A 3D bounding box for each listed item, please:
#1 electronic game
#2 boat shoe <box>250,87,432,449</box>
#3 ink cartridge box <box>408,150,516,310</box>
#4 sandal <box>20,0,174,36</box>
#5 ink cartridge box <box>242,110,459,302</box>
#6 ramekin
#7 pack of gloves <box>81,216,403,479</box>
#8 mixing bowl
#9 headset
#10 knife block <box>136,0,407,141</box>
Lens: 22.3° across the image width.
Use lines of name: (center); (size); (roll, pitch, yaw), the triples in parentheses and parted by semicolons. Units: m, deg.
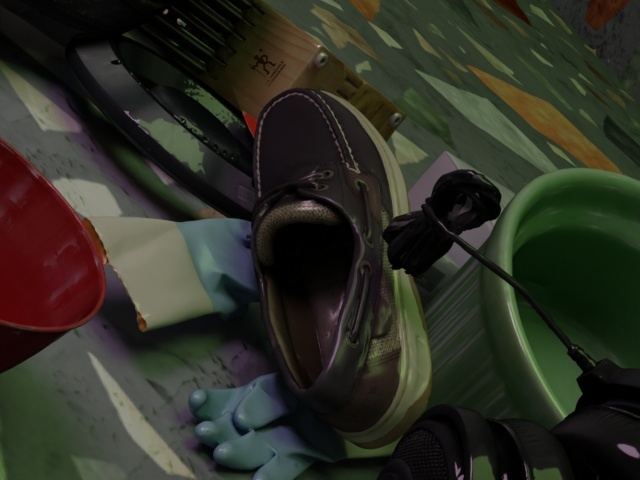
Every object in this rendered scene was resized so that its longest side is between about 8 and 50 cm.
electronic game: (-0.103, -0.082, 1.261); (0.229, 0.048, 0.229); (39, 11, -9)
boat shoe: (0.000, 0.000, 1.076); (0.092, 0.103, 0.285); (34, 36, -45)
ink cartridge box: (0.145, 0.038, 1.361); (0.176, 0.128, 0.127); (29, 22, -34)
sandal: (-0.215, -0.212, 1.202); (0.446, 0.107, 0.167); (-13, 36, -45)
ink cartridge box: (0.023, -0.040, 1.286); (0.145, 0.045, 0.179); (34, 16, -33)
ramekin: (0.206, 0.112, 1.163); (0.303, 0.148, 0.303); (22, 45, -24)
pack of gloves: (-0.052, 0.076, 1.056); (0.232, 0.046, 0.195); (-1, 58, -61)
mixing bowl: (-0.205, 0.010, 0.782); (0.181, 0.098, 0.181); (37, 19, -15)
headset: (0.123, 0.151, 0.920); (0.243, 0.185, 0.394); (-9, 77, -25)
knife block: (-0.075, -0.176, 1.448); (0.242, 0.088, 0.276); (41, 6, 29)
